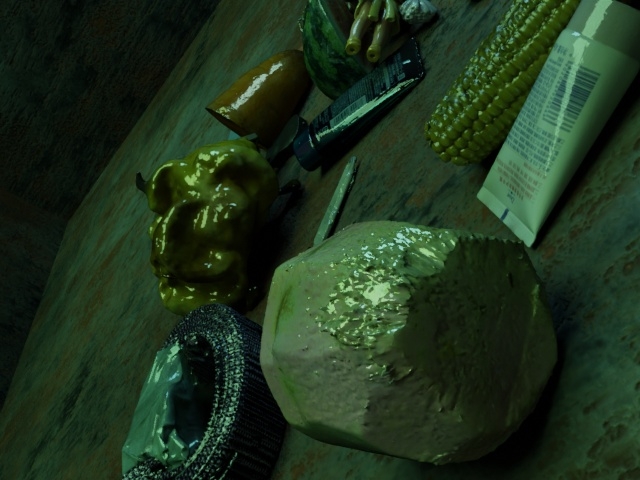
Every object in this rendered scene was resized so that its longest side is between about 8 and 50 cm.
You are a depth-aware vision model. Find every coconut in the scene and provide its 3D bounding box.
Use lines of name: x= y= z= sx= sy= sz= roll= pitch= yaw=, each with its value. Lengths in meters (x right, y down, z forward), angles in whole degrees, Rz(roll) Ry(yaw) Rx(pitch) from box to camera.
coconut: x=0.064 y=0.084 z=0.719 sx=0.245 sy=0.233 sz=0.233 roll=-9 pitch=56 yaw=57

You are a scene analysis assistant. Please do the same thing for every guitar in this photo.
guitar: x=-0.103 y=-0.159 z=1.560 sx=0.233 sy=0.025 sz=0.088 roll=-45 pitch=29 yaw=31

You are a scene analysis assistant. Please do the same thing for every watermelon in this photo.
watermelon: x=0.026 y=-0.360 z=1.386 sx=0.136 sy=0.207 sz=0.202 roll=-15 pitch=27 yaw=23

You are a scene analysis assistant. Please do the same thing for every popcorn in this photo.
popcorn: x=-0.198 y=-0.045 z=1.350 sx=0.315 sy=0.281 sz=0.297 roll=-70 pitch=5 yaw=-50

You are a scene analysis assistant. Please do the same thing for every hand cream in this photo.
hand cream: x=0.062 y=-0.223 z=1.277 sx=0.270 sy=0.061 sz=0.120 roll=-39 pitch=32 yaw=30
hand cream: x=0.247 y=-0.122 z=0.785 sx=0.247 sy=0.083 sz=0.133 roll=-63 pitch=21 yaw=21

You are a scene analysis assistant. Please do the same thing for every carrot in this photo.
carrot: x=-0.107 y=-0.308 z=1.601 sx=0.225 sy=0.159 sz=0.159 roll=-50 pitch=24 yaw=-2

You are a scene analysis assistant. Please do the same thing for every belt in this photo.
belt: x=-0.166 y=0.242 z=1.088 sx=0.260 sy=0.122 sz=0.324 roll=-31 pitch=42 yaw=31

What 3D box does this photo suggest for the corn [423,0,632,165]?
corn: x=0.238 y=-0.215 z=0.855 sx=0.317 sy=0.115 sz=0.115 roll=-54 pitch=25 yaw=19

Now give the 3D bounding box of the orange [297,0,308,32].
orange: x=0.038 y=-0.442 z=1.498 sx=0.160 sy=0.112 sz=0.169 roll=-32 pitch=59 yaw=29

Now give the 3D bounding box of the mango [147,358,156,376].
mango: x=-0.244 y=0.274 z=1.272 sx=0.130 sy=0.092 sz=0.194 roll=-35 pitch=40 yaw=42

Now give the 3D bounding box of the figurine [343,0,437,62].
figurine: x=0.100 y=-0.400 z=1.289 sx=0.115 sy=0.175 sz=0.240 roll=120 pitch=169 yaw=-46

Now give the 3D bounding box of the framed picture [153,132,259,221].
framed picture: x=-0.232 y=-0.117 z=1.537 sx=0.018 sy=0.192 sz=0.265 roll=61 pitch=153 yaw=14

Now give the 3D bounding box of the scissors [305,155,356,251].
scissors: x=0.000 y=0.000 z=1.185 sx=0.109 sy=0.022 sz=0.299 roll=-5 pitch=58 yaw=58

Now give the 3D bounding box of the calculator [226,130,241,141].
calculator: x=-0.152 y=-0.287 z=1.780 sx=0.188 sy=0.042 sz=0.302 roll=-33 pitch=33 yaw=45
